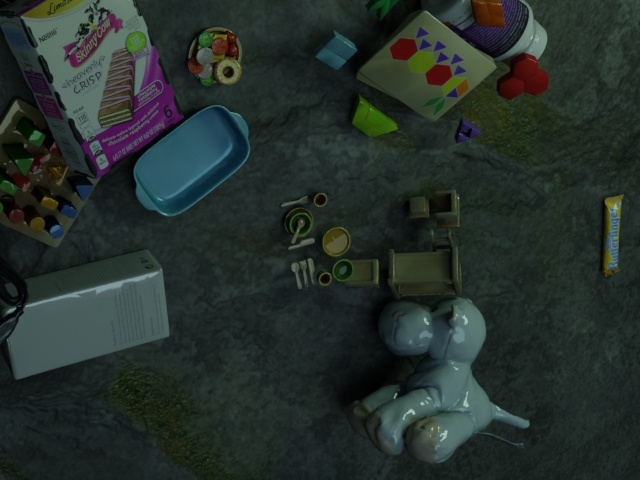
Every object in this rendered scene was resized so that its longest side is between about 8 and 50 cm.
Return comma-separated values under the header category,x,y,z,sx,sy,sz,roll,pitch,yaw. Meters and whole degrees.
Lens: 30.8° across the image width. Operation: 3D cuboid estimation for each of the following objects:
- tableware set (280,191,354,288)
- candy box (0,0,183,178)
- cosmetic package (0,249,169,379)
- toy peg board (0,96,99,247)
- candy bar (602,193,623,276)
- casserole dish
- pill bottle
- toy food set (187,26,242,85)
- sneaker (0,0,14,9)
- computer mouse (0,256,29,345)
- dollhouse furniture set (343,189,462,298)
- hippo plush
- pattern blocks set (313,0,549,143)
category,x,y,z,sx,sy,sz,roll,pitch,yaw
tableware set,0.000,0.000,1.803,0.104,0.024,0.154,-16,109,-17
candy box,-0.287,-0.219,1.474,0.159,0.071,0.233,-41,126,-30
cosmetic package,-0.337,0.102,1.644,0.231,0.085,0.117,-13,117,-22
toy peg board,-0.370,-0.078,1.545,0.161,0.079,0.161,29,96,-35
candy bar,0.533,-0.009,2.123,0.040,0.018,0.161,-16,118,-22
casserole dish,-0.188,-0.118,1.656,0.188,0.037,0.114,-39,125,-9
pill bottle,0.253,-0.337,1.759,0.194,0.108,0.108,27,97,-35
toy food set,-0.147,-0.256,1.624,0.083,0.020,0.083,-3,114,-28
sneaker,-0.450,-0.266,1.435,0.170,0.068,0.071,-13,136,-17
computer mouse,-0.509,0.101,1.524,0.184,0.060,0.262,45,79,2
dollhouse furniture set,0.137,0.008,1.895,0.182,0.160,0.101,-2,160,11
hippo plush,0.190,0.214,1.885,0.294,0.234,0.236,4,102,13
pattern blocks set,0.161,-0.257,1.726,0.285,0.026,0.325,-34,133,20
